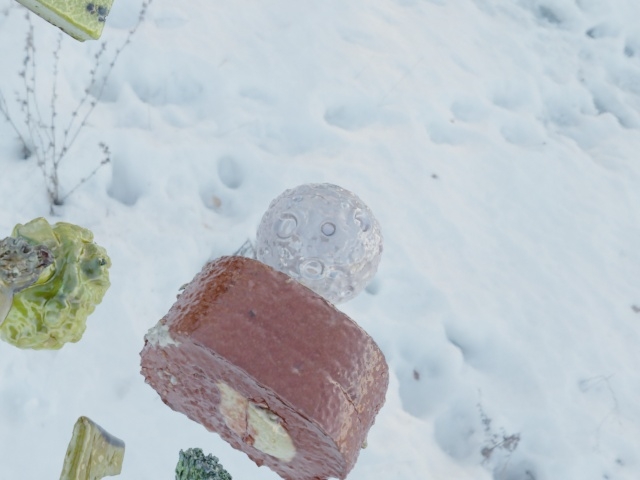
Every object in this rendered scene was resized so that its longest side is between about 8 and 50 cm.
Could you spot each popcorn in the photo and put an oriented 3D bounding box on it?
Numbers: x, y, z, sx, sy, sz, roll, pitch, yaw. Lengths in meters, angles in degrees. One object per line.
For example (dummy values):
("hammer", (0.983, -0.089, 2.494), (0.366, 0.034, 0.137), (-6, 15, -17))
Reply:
("popcorn", (-0.443, 0.067, 1.084), (0.189, 0.169, 0.218), (29, 57, -15))

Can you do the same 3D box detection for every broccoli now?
("broccoli", (-0.319, 0.620, 1.519), (0.164, 0.145, 0.304), (35, 75, 1))

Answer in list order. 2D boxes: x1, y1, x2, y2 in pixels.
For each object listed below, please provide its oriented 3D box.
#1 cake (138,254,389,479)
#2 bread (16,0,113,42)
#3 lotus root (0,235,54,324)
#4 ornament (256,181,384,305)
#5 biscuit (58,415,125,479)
("cake", (-0.061, 0.144, 0.760), (0.282, 0.177, 0.151), (32, 56, 7))
("bread", (-0.314, -0.301, 0.702), (0.049, 0.226, 0.088), (13, 81, 37))
("lotus root", (-0.480, 0.070, 0.771), (0.342, 0.151, 0.169), (-18, 75, -13))
("ornament", (0.000, 0.000, 1.358), (0.259, 0.259, 0.225), (25, 89, -2))
("biscuit", (-0.387, 0.402, 1.140), (0.038, 0.174, 0.184), (1, 56, 8))
